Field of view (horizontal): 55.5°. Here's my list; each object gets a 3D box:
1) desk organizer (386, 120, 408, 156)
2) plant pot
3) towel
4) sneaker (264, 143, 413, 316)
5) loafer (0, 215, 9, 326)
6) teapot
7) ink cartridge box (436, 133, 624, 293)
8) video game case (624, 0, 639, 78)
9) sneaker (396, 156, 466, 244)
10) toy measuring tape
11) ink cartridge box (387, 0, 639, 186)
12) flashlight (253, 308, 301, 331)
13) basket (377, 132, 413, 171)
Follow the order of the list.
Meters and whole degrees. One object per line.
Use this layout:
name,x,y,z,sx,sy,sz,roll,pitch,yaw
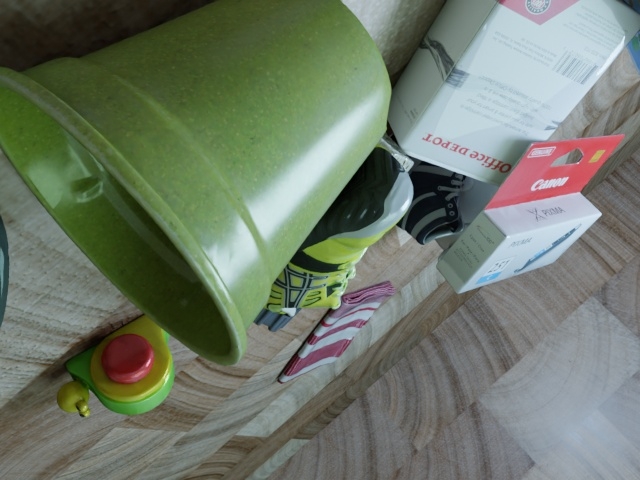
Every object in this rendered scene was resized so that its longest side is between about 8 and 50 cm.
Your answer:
desk organizer,0.113,-0.150,0.951,0.130,0.050,0.047,-47,158,12
plant pot,-0.082,-0.083,0.514,0.254,0.276,0.276,-45,161,-25
towel,0.043,0.244,1.589,0.237,0.037,0.329,-10,142,-52
sneaker,0.000,0.000,0.729,0.145,0.147,0.384,-58,-164,-26
loafer,-0.346,0.073,0.544,0.084,0.096,0.268,-9,143,-45
teapot,0.313,-0.085,1.197,0.252,0.256,0.187,-33,145,15
ink cartridge box,0.359,-0.044,0.979,0.296,0.066,0.261,-11,144,-39
video game case,0.398,-0.351,0.772,0.025,0.286,0.204,-17,161,11
sneaker,0.238,-0.117,1.081,0.282,0.153,0.099,-45,155,8
toy measuring tape,-0.216,0.157,0.886,0.330,0.121,0.121,-30,156,-27
ink cartridge box,0.244,-0.234,0.820,0.207,0.117,0.283,14,128,-26
flashlight,-0.001,0.028,1.026,0.304,0.103,0.103,-50,160,17
basket,0.037,-0.089,0.854,0.167,0.103,0.113,-49,163,16
